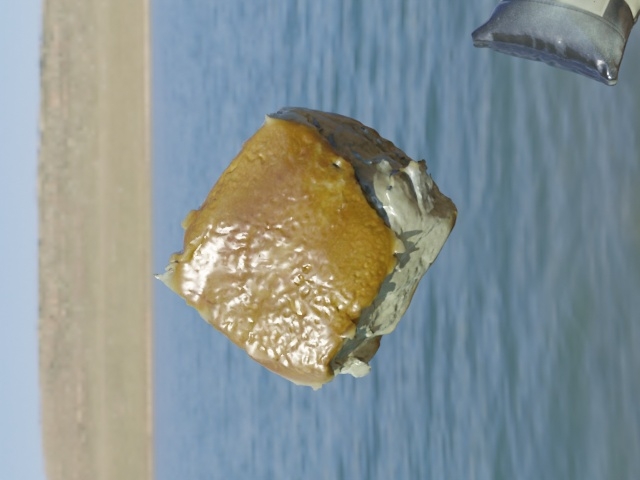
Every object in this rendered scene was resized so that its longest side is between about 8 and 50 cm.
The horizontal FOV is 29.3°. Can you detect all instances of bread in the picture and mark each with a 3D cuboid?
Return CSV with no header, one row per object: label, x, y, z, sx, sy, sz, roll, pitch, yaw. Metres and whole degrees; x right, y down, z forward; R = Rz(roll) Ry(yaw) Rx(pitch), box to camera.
bread,0.000,0.000,1.376,0.279,0.250,0.225,-57,-14,4

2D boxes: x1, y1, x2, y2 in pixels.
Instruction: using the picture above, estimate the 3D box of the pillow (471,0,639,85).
pillow,0.315,-0.302,1.476,0.250,0.186,0.106,-58,-26,-24
